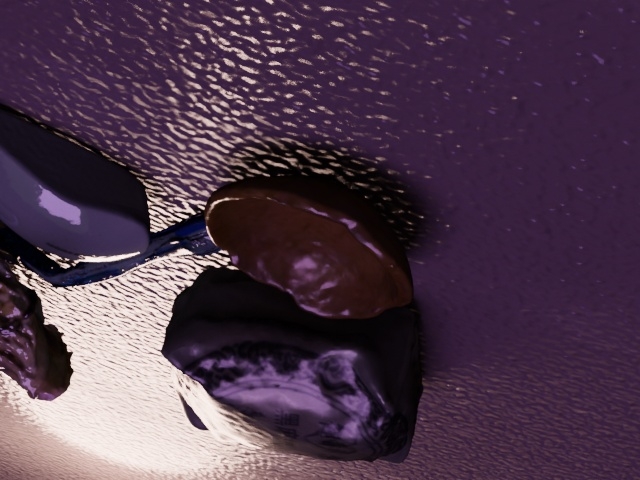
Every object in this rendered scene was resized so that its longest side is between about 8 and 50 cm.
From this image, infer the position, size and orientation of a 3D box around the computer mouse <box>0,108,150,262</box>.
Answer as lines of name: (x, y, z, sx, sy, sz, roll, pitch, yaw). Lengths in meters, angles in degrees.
computer mouse: (-0.253, -0.046, 1.235, 0.231, 0.079, 0.128, 26, 152, -8)

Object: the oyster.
oyster: (-0.392, 0.060, 1.484, 0.351, 0.115, 0.238, 30, 161, 22)

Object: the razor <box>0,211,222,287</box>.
razor: (-0.196, 0.015, 1.342, 0.324, 0.056, 0.093, -8, 143, 43)

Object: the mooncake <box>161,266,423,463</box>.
mooncake: (-0.029, 0.132, 1.368, 0.250, 0.136, 0.254, 11, 155, 9)

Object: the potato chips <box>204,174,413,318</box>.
potato chips: (0.000, -0.001, 1.160, 0.195, 0.062, 0.208, 11, 156, 30)
